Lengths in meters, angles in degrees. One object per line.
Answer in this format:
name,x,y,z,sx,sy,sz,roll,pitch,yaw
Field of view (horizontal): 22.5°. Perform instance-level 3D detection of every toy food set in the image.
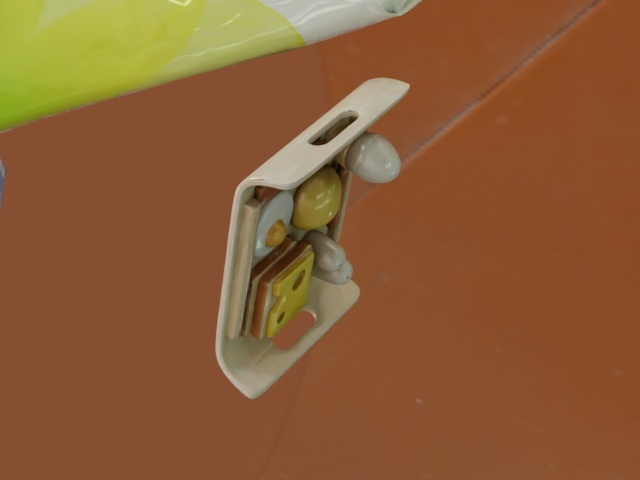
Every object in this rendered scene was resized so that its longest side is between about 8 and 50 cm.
toy food set,0.000,0.000,1.657,0.092,0.306,0.220,29,45,20

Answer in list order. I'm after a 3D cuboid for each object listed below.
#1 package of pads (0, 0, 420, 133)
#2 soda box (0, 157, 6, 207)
package of pads,-0.100,-0.191,0.533,0.297,0.229,0.101,67,27,-21
soda box,-0.322,-0.106,1.288,0.071,0.067,0.210,-12,131,5
